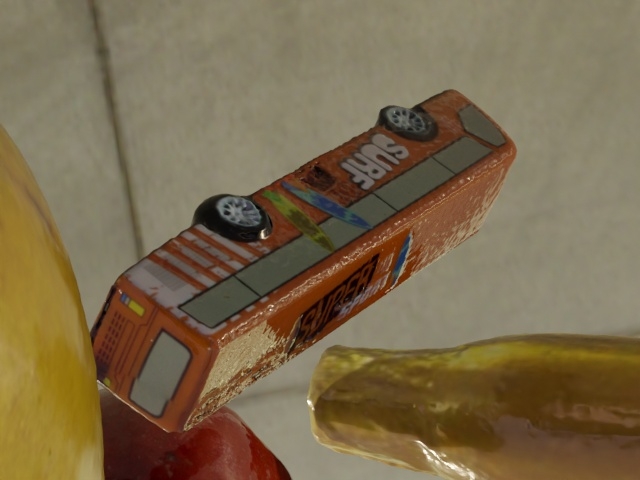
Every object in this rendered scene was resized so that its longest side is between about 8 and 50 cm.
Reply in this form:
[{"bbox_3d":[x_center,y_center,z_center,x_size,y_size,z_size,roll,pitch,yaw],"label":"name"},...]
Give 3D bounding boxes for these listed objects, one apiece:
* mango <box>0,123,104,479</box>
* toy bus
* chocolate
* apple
[{"bbox_3d":[-0.204,0.099,0.801,0.220,0.301,0.445,-1,130,18],"label":"mango"},{"bbox_3d":[0.000,0.000,1.269,0.409,0.092,0.093,-32,152,-51],"label":"toy bus"},{"bbox_3d":[0.210,0.133,1.464,0.445,0.162,0.162,5,143,22],"label":"chocolate"},{"bbox_3d":[-0.123,0.210,1.358,0.218,0.201,0.218,19,138,18],"label":"apple"}]
